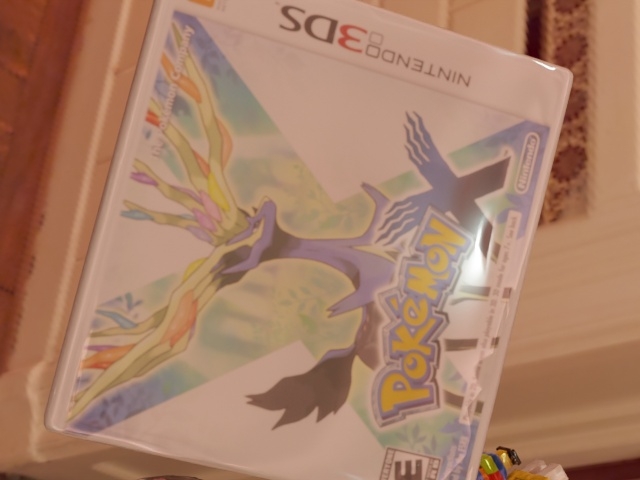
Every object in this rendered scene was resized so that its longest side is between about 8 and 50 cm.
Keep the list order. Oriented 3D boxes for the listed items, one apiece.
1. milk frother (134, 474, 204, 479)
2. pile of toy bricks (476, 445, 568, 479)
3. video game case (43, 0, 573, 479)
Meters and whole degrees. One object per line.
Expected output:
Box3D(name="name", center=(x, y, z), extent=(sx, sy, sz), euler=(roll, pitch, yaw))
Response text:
Box3D(name="milk frother", center=(-0.025, 0.162, 0.395), extent=(0.143, 0.129, 0.135), euler=(0, 46, -33))
Box3D(name="pile of toy bricks", center=(0.156, 0.264, 1.164), extent=(0.105, 0.212, 0.118), euler=(-31, 96, -17))
Box3D(name="video game case", center=(0.000, 0.000, 0.853), extent=(0.299, 0.036, 0.329), euler=(15, 87, -15))
